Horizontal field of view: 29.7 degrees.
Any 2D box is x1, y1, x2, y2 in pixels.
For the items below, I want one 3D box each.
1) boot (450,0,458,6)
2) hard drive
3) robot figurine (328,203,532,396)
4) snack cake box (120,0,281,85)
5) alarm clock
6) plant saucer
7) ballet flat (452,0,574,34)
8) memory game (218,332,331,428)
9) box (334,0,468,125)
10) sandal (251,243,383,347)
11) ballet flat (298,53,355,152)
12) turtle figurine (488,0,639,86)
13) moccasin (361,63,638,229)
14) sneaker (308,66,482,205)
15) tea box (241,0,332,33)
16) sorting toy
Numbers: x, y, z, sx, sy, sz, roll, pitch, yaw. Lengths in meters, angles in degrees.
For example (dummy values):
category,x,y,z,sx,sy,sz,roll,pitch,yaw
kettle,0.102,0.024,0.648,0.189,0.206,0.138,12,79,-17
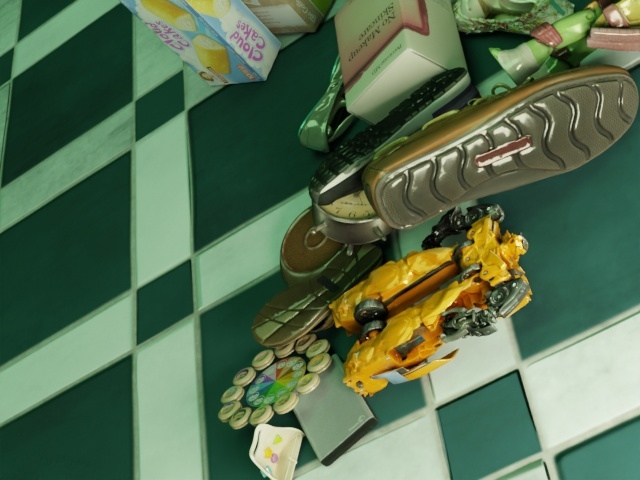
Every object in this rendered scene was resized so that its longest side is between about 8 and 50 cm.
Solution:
category,x,y,z,sx,sy,sz,roll,pitch,yaw
boot,0.240,-0.444,1.929,0.190,0.069,0.086,-30,45,23
hard drive,0.015,0.227,1.622,0.094,0.022,0.135,-42,40,7
robot figurine,0.150,0.076,1.575,0.291,0.085,0.211,-31,43,20
snack cake box,-0.212,-0.389,2.139,0.152,0.264,0.089,-1,59,42
alarm clock,0.055,-0.064,1.765,0.129,0.064,0.192,6,47,9
plant saucer,0.000,0.000,1.817,0.168,0.029,0.168,-25,45,27
ballet flat,0.276,-0.358,1.821,0.241,0.077,0.091,12,68,47
memory game,-0.064,0.193,1.681,0.186,0.012,0.186,-29,23,14
box,0.120,-0.292,1.844,0.148,0.126,0.232,-43,36,33
sandal,0.003,0.087,1.726,0.219,0.060,0.090,-39,41,-12
ballet flat,0.037,-0.233,1.957,0.068,0.072,0.213,22,73,20
turtle figurine,0.348,-0.335,1.651,0.266,0.275,0.198,-40,6,16
moccasin,0.236,-0.133,1.601,0.380,0.139,0.147,-28,27,5
sneaker,0.121,-0.113,1.699,0.283,0.124,0.107,-35,19,-3
tea box,-0.113,-0.569,2.233,0.329,0.220,0.324,9,64,46
sorting toy,-0.065,0.282,1.608,0.044,0.075,0.083,-9,52,37
